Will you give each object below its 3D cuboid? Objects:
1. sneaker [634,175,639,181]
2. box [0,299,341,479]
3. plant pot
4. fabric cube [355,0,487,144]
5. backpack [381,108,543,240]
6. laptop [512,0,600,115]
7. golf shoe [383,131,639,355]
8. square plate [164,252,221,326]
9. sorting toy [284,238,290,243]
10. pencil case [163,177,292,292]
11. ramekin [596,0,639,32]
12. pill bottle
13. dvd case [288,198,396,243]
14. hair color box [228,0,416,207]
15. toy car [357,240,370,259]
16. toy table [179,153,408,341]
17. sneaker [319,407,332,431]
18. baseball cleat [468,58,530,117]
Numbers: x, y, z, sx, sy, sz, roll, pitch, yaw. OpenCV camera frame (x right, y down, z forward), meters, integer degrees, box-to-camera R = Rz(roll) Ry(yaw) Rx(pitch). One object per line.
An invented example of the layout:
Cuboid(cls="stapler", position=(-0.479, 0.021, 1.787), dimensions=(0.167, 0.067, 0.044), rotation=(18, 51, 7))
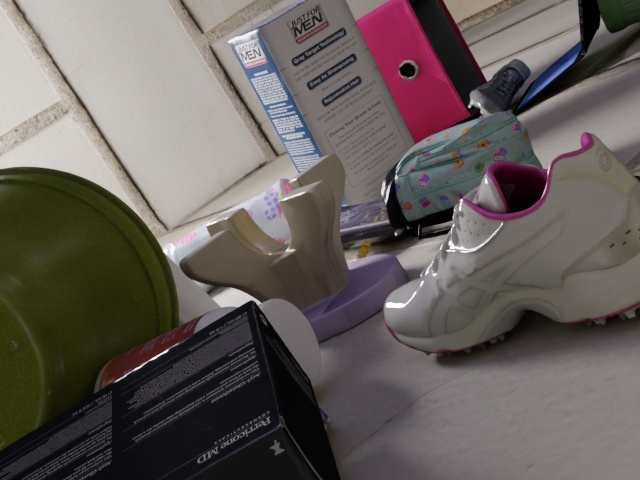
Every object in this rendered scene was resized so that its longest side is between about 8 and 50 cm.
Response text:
Cuboid(cls="sneaker", position=(0.257, -0.032, 0.970), dimensions=(0.144, 0.059, 0.053), rotation=(1, -1, 45))
Cuboid(cls="box", position=(-0.126, 0.184, 0.795), dimensions=(0.261, 0.103, 0.184), rotation=(-31, 23, 5))
Cuboid(cls="plant pot", position=(-0.365, 0.113, 1.152), dimensions=(0.367, 0.366, 0.353), rotation=(-31, 5, 6))
Cuboid(cls="fabric cube", position=(0.139, -0.302, 2.007), dimensions=(0.258, 0.254, 0.259), rotation=(-27, 4, 24))
Cuboid(cls="backpack", position=(0.174, -0.083, 1.288), dimensions=(0.182, 0.115, 0.152), rotation=(-19, 13, 42))
Cuboid(cls="laptop", position=(0.399, -0.374, 1.818), dimensions=(0.137, 0.264, 0.234), rotation=(-2, 21, 20))
Cuboid(cls="golf shoe", position=(0.147, 0.005, 0.856), dimensions=(0.306, 0.140, 0.115), rotation=(-23, 15, 50))
Cuboid(cls="square plate", position=(-0.338, 0.127, 1.447), dimensions=(0.344, 0.347, 0.049), rotation=(-30, 52, 5))
Cuboid(cls="sorting toy", position=(0.000, 0.000, 1.646), dimensions=(0.075, 0.044, 0.083), rotation=(-30, 6, -34))
Cuboid(cls="pencil case", position=(-0.143, -0.003, 1.887), dimensions=(0.273, 0.113, 0.124), rotation=(-30, -10, 16))
Cuboid(cls="ramekin", position=(0.533, -0.511, 1.777), dimensions=(0.148, 0.303, 0.303), rotation=(-9, 19, 23))
Cuboid(cls="pill bottle", position=(-0.110, 0.137, 1.044), dimensions=(0.216, 0.121, 0.121), rotation=(-27, 11, 31))
Cuboid(cls="dvd case", position=(0.051, -0.028, 1.502), dimensions=(0.165, 0.018, 0.221), rotation=(-11, 11, 12))
Cuboid(cls="hair color box", position=(0.017, -0.216, 1.725), dimensions=(0.174, 0.347, 0.105), rotation=(-37, 19, -28))
Cuboid(cls="toy car", position=(0.014, 0.025, 1.432), dimensions=(0.122, 0.060, 0.040), rotation=(-28, 40, 60))
Cuboid(cls="toy table", position=(-0.035, 0.025, 1.266), dimensions=(0.274, 0.160, 0.252), rotation=(-21, 15, 45))
Cuboid(cls="sneaker", position=(-0.073, 0.156, 0.917), dimensions=(0.170, 0.071, 0.068), rotation=(-4, 25, 27))
Cuboid(cls="baseball cleat", position=(0.315, -0.270, 1.864), dimensions=(0.109, 0.072, 0.206), rotation=(-50, 4, 19))
